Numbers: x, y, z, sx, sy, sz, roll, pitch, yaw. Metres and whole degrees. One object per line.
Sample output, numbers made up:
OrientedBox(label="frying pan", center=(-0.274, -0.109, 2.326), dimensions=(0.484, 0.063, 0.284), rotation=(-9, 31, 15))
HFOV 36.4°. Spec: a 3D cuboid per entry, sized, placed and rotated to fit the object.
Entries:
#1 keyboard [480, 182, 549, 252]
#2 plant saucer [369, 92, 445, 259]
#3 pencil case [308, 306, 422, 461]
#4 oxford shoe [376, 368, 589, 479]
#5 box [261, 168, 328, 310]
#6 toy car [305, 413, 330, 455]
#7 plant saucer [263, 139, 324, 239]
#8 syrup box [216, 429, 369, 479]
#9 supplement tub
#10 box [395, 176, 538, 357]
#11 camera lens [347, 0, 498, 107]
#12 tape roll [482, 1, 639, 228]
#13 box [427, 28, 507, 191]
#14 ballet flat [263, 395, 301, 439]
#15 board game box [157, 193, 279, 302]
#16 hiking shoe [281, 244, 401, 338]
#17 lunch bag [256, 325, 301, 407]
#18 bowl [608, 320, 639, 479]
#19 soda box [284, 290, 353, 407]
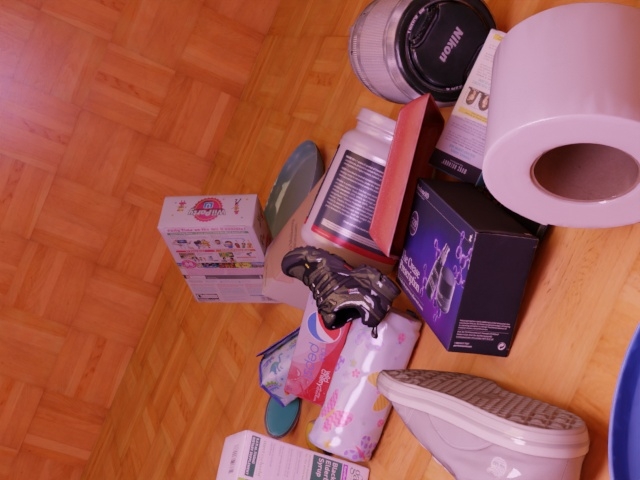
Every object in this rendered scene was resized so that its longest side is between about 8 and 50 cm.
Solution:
OrientedBox(label="keyboard", center=(0.334, -0.129, 1.468), dimensions=(0.317, 0.033, 0.201), rotation=(-65, 26, 7))
OrientedBox(label="plant saucer", center=(0.141, -0.098, 1.599), dimensions=(0.259, 0.047, 0.259), rotation=(14, -90, -76))
OrientedBox(label="pencil case", center=(0.072, 0.233, 1.642), dimensions=(0.124, 0.113, 0.273), rotation=(17, 86, 53))
OrientedBox(label="oxford shoe", center=(0.189, 0.251, 1.282), dimensions=(0.449, 0.169, 0.130), rotation=(-166, 77, -69))
OrientedBox(label="box", center=(0.000, 0.000, 2.064), dimensions=(0.311, 0.121, 0.148), rotation=(-51, 26, 39))
OrientedBox(label="toy car", center=(-0.037, 0.440, 1.802), dimensions=(0.225, 0.053, 0.239), rotation=(-46, 29, 46))
OrientedBox(label="plant saucer", center=(-0.069, -0.100, 2.469), dimensions=(0.318, 0.043, 0.318), rotation=(-51, 26, 38))
OrientedBox(label="syrup box", center=(-0.044, 0.393, 1.598), dimensions=(0.096, 0.236, 0.093), rotation=(-33, 40, 56))
OrientedBox(label="supplement tub", center=(0.097, -0.088, 1.801), dimensions=(0.272, 0.191, 0.191), rotation=(-66, 20, 7))
OrientedBox(label="box", center=(0.209, 0.032, 1.457), dimensions=(0.261, 0.103, 0.184), rotation=(-122, 43, -66))
OrientedBox(label="camera lens", center=(0.186, -0.361, 1.811), dimensions=(0.220, 0.219, 0.274), rotation=(-67, 19, 2))
OrientedBox(label="tape roll", center=(0.326, -0.147, 1.189), dimensions=(0.246, 0.246, 0.169), rotation=(-37, 36, 55))
OrientedBox(label="box", center=(0.277, -0.211, 1.591), dimensions=(0.100, 0.060, 0.244), rotation=(31, 100, 33))
OrientedBox(label="ballet flat", center=(-0.073, 0.325, 2.023), dimensions=(0.068, 0.072, 0.213), rotation=(92, -176, -54))
OrientedBox(label="board game box", center=(-0.221, 0.025, 2.260), dimensions=(0.303, 0.223, 0.098), rotation=(73, -160, -52))
OrientedBox(label="hiking shoe", center=(0.014, 0.084, 1.597), dimensions=(0.226, 0.086, 0.114), rotation=(16, 71, 35))
OrientedBox(label="lunch bag", center=(-0.056, 0.236, 1.966), dimensions=(0.128, 0.096, 0.151), rotation=(-34, 26, 15))
OrientedBox(label="bowl", center=(0.422, 0.152, 0.877), dimensions=(0.391, 0.077, 0.391), rotation=(-52, 25, 38))
OrientedBox(label="soda box", center=(0.012, 0.171, 1.762), dimensions=(0.083, 0.092, 0.263), rotation=(-48, -23, -56))
